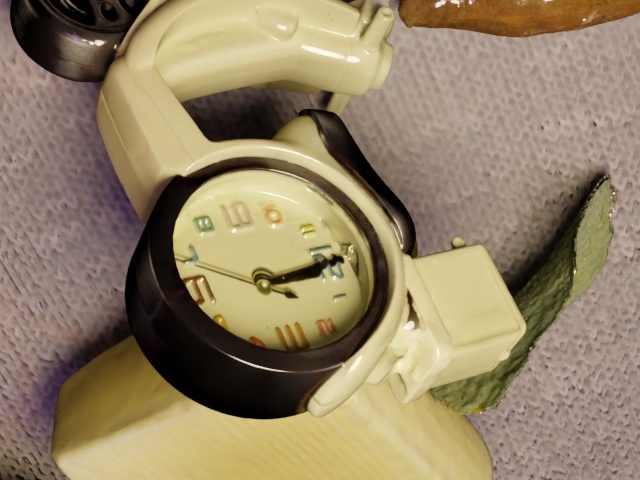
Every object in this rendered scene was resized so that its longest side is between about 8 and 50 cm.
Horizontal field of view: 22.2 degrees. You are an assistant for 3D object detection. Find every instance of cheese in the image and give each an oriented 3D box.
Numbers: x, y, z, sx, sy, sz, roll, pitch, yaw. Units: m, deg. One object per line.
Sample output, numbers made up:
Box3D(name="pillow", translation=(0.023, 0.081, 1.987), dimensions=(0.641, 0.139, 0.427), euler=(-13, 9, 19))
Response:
Box3D(name="cheese", translation=(-0.032, 0.160, 1.251), dimensions=(0.242, 0.124, 0.265), euler=(-29, 128, 19))

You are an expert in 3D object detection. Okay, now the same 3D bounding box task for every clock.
Box3D(name="clock", translation=(-0.038, -0.058, 1.118), dimensions=(0.276, 0.379, 0.120), euler=(-9, 155, -27))

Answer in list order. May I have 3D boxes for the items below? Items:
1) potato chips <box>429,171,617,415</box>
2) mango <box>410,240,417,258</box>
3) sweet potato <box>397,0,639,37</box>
Box3D(name="potato chips", translation=(0.163, 0.047, 1.252), dimensions=(0.059, 0.228, 0.167), euler=(42, 123, 5))
Box3D(name="mango", translation=(0.006, -0.003, 1.246), dimensions=(0.117, 0.089, 0.163), euler=(-29, 114, 15))
Box3D(name="sweet potato", translation=(0.199, -0.204, 1.186), dimensions=(0.292, 0.097, 0.097), euler=(-26, 115, 3))
